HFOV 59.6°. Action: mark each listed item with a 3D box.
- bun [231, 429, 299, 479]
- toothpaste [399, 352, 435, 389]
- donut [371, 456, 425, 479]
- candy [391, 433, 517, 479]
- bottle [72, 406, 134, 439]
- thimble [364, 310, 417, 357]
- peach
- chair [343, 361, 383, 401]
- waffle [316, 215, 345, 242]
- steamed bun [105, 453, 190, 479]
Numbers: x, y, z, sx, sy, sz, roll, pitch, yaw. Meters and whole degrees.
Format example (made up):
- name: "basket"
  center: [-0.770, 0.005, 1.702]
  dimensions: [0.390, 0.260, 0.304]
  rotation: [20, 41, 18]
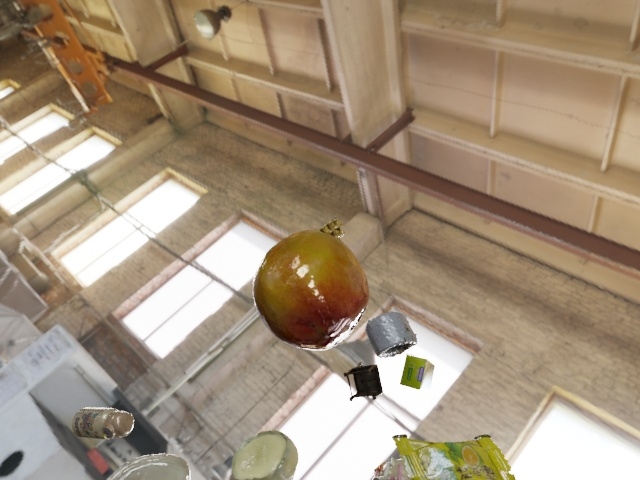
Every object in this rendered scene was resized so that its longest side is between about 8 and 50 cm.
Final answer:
- name: "bun"
  center: [-0.197, 0.844, 2.096]
  dimensions: [0.259, 0.259, 0.152]
  rotation: [11, -48, 54]
- name: "toothpaste"
  center: [0.355, 0.485, 2.025]
  dimensions: [0.077, 0.110, 0.327]
  rotation: [9, -14, 19]
- name: "donut"
  center: [0.327, 0.823, 1.783]
  dimensions: [0.382, 0.142, 0.382]
  rotation: [10, -47, 11]
- name: "candy"
  center: [0.336, 0.546, 1.361]
  dimensions: [0.187, 0.297, 0.081]
  rotation: [-116, -144, -52]
- name: "bottle"
  center: [-0.698, 0.591, 1.792]
  dimensions: [0.209, 0.110, 0.097]
  rotation: [-9, -76, 31]
- name: "thimble"
  center: [0.220, 0.294, 1.748]
  dimensions: [0.151, 0.127, 0.118]
  rotation: [20, 40, -52]
- name: "peach"
  center: [-0.023, 0.132, 1.424]
  dimensions: [0.332, 0.308, 0.308]
  rotation: [-99, 164, -58]
- name: "chair"
  center: [0.171, 0.502, 2.029]
  dimensions: [0.113, 0.229, 0.106]
  rotation: [-13, -94, 22]
- name: "waffle"
  center: [0.000, 0.000, 1.872]
  dimensions: [0.160, 0.192, 0.046]
  rotation: [25, -13, -21]
- name: "steamed bun"
  center: [-0.548, 0.781, 1.580]
  dimensions: [0.236, 0.383, 0.247]
  rotation: [21, -40, 11]
